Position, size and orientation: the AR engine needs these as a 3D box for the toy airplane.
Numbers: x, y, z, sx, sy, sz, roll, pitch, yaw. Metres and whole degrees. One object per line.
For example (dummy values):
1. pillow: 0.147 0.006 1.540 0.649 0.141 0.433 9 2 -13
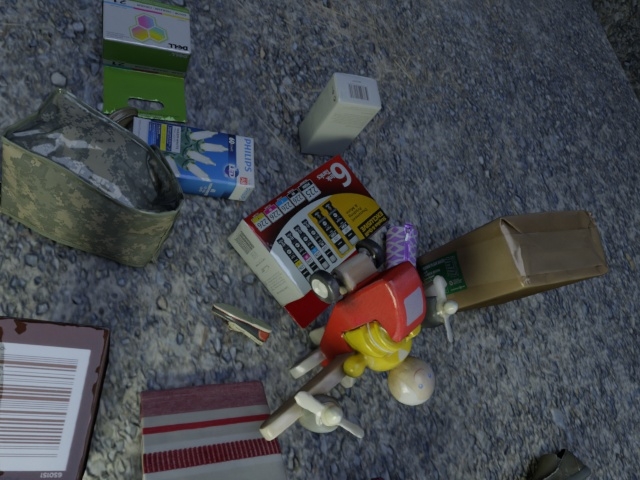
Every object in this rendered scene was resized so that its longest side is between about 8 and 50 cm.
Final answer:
1. toy airplane: 0.093 0.211 0.894 0.272 0.384 0.386 43 100 20

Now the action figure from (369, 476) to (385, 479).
1. action figure: 0.039 0.545 0.878 0.370 0.248 0.276 -16 49 -31

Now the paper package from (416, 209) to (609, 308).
1. paper package: 0.454 0.060 1.149 0.309 0.325 0.168 -4 73 -28

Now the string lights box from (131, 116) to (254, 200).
1. string lights box: -0.282 -0.175 1.029 0.260 0.077 0.133 5 68 -24

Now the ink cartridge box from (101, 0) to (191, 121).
1. ink cartridge box: -0.392 -0.411 1.055 0.189 0.097 0.255 1 70 -26

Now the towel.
1. towel: -0.178 0.387 0.788 0.237 0.037 0.329 2 36 -24

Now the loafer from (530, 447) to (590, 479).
1. loafer: 0.560 0.583 1.150 0.251 0.094 0.087 -1 47 -36

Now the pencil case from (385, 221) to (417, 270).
1. pencil case: 0.206 0.060 1.169 0.086 0.088 0.206 12 67 -19

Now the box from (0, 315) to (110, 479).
1. box: -0.382 0.234 0.647 0.143 0.381 0.191 11 66 -19

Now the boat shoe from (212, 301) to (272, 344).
1. boat shoe: -0.168 0.173 0.971 0.137 0.049 0.043 29 101 -14

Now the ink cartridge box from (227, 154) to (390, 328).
1. ink cartridge box: 0.000 0.000 1.068 0.309 0.130 0.272 -40 92 -32

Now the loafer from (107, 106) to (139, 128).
1. loafer: -0.444 -0.230 0.988 0.148 0.056 0.050 -41 92 -22

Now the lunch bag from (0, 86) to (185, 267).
1. lunch bag: -0.394 -0.086 0.841 0.287 0.235 0.169 33 49 -14

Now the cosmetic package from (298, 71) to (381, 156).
1. cosmetic package: 0.040 -0.299 1.141 0.117 0.231 0.085 2 71 -26
